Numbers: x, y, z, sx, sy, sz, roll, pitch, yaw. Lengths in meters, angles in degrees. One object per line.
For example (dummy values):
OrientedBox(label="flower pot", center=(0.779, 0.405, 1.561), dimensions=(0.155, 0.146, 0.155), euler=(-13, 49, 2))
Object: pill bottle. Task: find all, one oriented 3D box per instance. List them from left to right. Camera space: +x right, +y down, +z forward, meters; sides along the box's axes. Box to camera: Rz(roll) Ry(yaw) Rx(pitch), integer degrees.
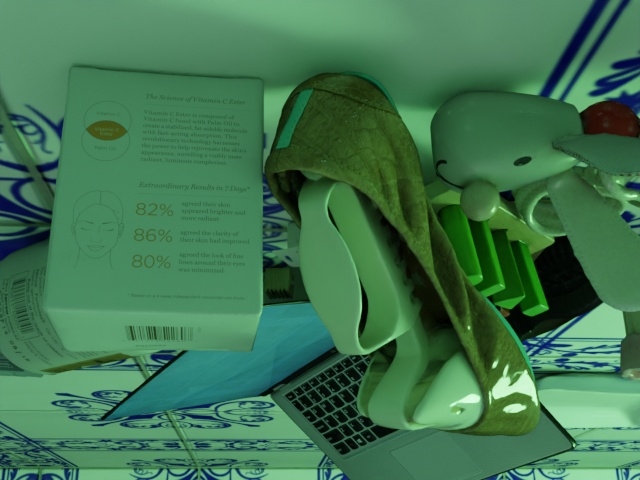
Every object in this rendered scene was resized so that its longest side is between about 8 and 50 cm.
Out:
OrientedBox(label="pill bottle", center=(-0.190, 0.046, 0.756), dimensions=(0.229, 0.131, 0.131), euler=(-16, 154, 33))

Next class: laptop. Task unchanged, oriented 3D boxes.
OrientedBox(label="laptop", center=(0.012, 0.234, 1.010), dimensions=(0.408, 0.236, 0.382), euler=(47, 136, -4))

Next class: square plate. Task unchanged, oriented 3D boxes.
OrientedBox(label="square plate", center=(0.500, 0.297, 1.507), dimensions=(0.344, 0.049, 0.347), euler=(3, 158, -7))

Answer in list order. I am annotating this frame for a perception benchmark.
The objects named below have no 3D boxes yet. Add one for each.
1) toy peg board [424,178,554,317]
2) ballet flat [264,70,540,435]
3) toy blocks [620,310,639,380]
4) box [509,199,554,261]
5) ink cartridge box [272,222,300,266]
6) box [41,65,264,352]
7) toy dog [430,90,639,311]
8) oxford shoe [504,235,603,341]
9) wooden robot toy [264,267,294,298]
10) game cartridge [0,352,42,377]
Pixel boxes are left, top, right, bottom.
OrientedBox(label="toy peg board", center=(0.103, 0.034, 0.701), dimensions=(0.161, 0.079, 0.161), euler=(-29, 145, 31))
OrientedBox(label="ballet flat", center=(0.055, 0.050, 0.571), dimensions=(0.116, 0.124, 0.342), euler=(-4, 125, 37))
OrientedBox(label="toy blocks", center=(0.519, 0.147, 0.852), dimensions=(0.309, 0.260, 0.289), euler=(16, 152, -35))
OrientedBox(label="box", center=(0.111, 0.015, 0.776), dimensions=(0.201, 0.021, 0.164), euler=(-3, 151, -13))
OrientedBox(label="ink cartridge box", center=(0.000, 0.000, 0.782), dimensions=(0.083, 0.028, 0.048), euler=(-11, 154, 22))
OrientedBox(label="box", center=(-0.105, -0.018, 0.547), dimensions=(0.130, 0.170, 0.091), euler=(3, 156, -8))
OrientedBox(label="toy dog", center=(0.243, -0.016, 0.515), dimensions=(0.334, 0.160, 0.220), euler=(-8, 148, 33))
OrientedBox(label="oxford shoe", center=(0.258, 0.044, 0.860), dimensions=(0.096, 0.082, 0.227), euler=(-15, 164, -28))
OrientedBox(label="wooden robot toy", center=(-0.116, 0.070, 0.888), dimensions=(0.173, 0.079, 0.076), euler=(2, 158, -5))
OrientedBox(label="game cartridge", center=(-0.489, 0.129, 1.064), dimensions=(0.294, 0.060, 0.196), euler=(7, 160, -19))
